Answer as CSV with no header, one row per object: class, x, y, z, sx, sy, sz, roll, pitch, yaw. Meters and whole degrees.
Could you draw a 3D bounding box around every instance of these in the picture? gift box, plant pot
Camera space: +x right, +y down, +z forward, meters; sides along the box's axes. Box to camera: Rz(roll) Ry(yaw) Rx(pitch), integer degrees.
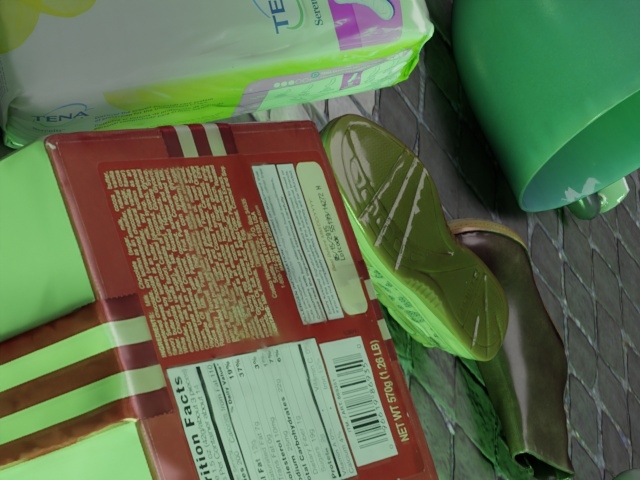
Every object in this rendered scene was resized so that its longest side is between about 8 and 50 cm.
gift box,-0.111,0.093,0.948,0.276,0.258,0.255,0,71,-55
plant pot,0.277,-0.209,1.945,0.235,0.293,0.293,58,22,16

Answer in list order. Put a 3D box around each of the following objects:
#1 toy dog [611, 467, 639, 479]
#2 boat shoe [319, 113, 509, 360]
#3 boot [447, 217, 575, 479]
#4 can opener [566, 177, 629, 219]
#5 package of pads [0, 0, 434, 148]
toy dog,0.288,0.344,1.740,0.334,0.161,0.220,3,65,-79
boat shoe,0.061,0.007,1.563,0.285,0.089,0.104,54,52,-32
boot,0.180,0.106,1.717,0.248,0.090,0.207,40,36,-52
can opener,0.287,-0.162,2.152,0.095,0.076,0.283,-13,82,-65
package of pads,-0.090,-0.190,1.206,0.101,0.297,0.229,124,-46,-70
